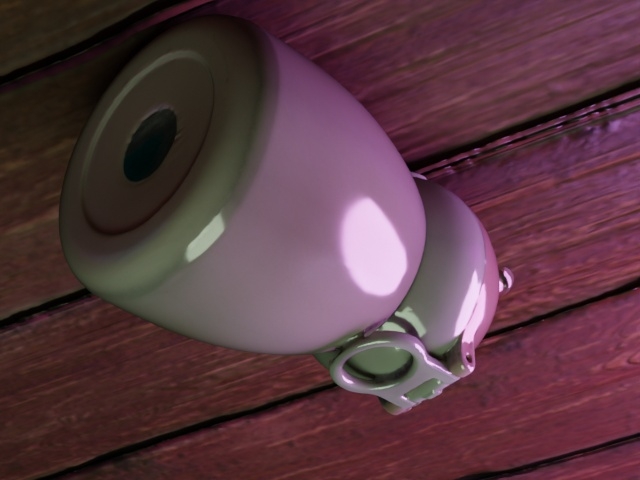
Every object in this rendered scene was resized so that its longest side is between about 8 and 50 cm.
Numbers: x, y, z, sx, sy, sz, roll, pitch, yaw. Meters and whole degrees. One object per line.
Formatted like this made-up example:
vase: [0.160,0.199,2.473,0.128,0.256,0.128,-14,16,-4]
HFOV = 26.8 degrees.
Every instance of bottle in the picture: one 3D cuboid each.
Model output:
bottle: [0.000,0.000,0.687,0.147,0.147,0.236,-34,135,30]
